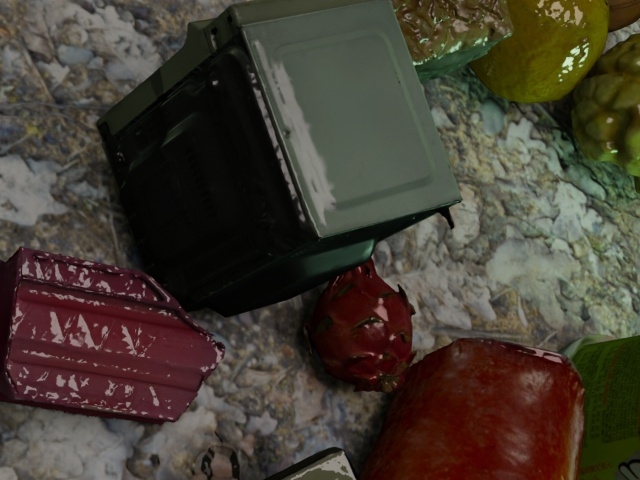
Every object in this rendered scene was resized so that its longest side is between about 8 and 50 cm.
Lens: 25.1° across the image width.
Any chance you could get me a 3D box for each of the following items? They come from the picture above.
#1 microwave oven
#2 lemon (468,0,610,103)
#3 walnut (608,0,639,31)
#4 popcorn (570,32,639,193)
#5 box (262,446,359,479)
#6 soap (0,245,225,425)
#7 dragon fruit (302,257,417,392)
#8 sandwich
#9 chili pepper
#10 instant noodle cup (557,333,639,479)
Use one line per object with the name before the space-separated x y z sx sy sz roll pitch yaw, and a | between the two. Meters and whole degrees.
microwave oven | -0.065 -0.084 1.542 0.218 0.355 0.286 -15 84 -34
lemon | 0.283 -0.283 1.906 0.192 0.231 0.192 7 58 -10
walnut | 0.395 -0.402 2.028 0.195 0.195 0.221 27 54 -22
popcorn | 0.480 -0.182 1.994 0.270 0.224 0.258 30 78 -30
box | -0.076 0.368 1.493 0.310 0.084 0.198 -24 88 -12
soap | -0.228 0.113 1.535 0.250 0.099 0.162 14 68 -27
dragon fruit | 0.046 0.101 1.696 0.136 0.133 0.166 3 76 -73
sandwich | 0.085 -0.249 1.744 0.325 0.262 0.131 -22 93 -34
chili pepper | 0.175 0.280 1.687 0.251 0.229 0.305 12 49 10
instant noodle cup | 0.468 0.231 1.799 0.294 0.308 0.294 10 69 -29
